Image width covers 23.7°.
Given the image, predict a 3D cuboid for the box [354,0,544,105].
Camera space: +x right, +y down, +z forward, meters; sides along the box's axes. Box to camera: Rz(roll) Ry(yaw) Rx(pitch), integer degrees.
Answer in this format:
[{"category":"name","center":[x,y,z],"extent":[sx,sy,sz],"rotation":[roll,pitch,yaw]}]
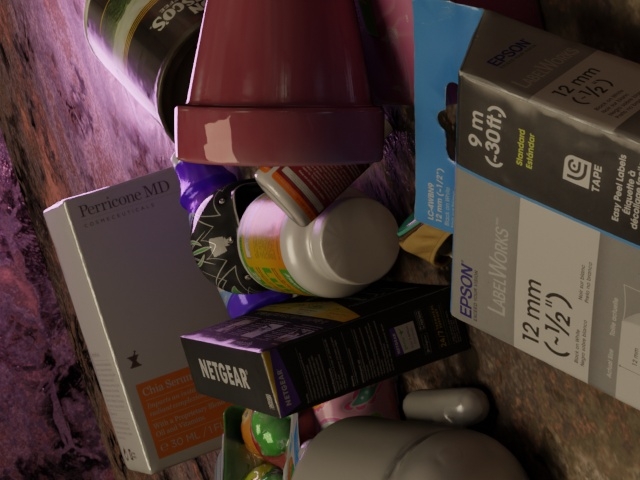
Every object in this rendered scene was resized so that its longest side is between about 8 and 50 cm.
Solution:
[{"category":"box","center":[0.090,-0.246,1.451],"extent":[0.243,0.117,0.214],"rotation":[14,120,66]}]

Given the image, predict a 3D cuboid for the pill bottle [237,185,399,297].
[{"category":"pill bottle","center":[0.000,0.000,1.843],"extent":[0.245,0.136,0.136],"rotation":[1,108,68]}]

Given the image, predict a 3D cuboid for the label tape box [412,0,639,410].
[{"category":"label tape box","center":[0.186,-0.032,1.244],"extent":[0.347,0.115,0.249],"rotation":[25,134,32]}]

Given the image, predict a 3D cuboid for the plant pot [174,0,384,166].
[{"category":"plant pot","center":[-0.038,-0.165,1.434],"extent":[0.201,0.201,0.180],"rotation":[-166,75,-65]}]

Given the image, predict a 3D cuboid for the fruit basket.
[{"category":"fruit basket","center":[-0.065,0.277,2.088],"extent":[0.353,0.165,0.327],"rotation":[94,176,-45]}]

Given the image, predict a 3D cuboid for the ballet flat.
[{"category":"ballet flat","center":[0.149,-0.029,1.572],"extent":[0.073,0.080,0.232],"rotation":[42,159,0]}]

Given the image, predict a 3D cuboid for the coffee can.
[{"category":"coffee can","center":[-0.166,-0.247,1.962],"extent":[0.275,0.201,0.202],"rotation":[45,146,50]}]

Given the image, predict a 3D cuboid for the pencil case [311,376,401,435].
[{"category":"pencil case","center":[0.065,0.277,1.944],"extent":[0.124,0.124,0.284],"rotation":[2,108,68]}]

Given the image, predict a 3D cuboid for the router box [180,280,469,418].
[{"category":"router box","center":[-0.004,0.121,1.807],"extent":[0.309,0.243,0.081],"rotation":[1,107,69]}]

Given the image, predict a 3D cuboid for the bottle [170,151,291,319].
[{"category":"bottle","center":[-0.137,-0.014,2.229],"extent":[0.283,0.092,0.118],"rotation":[64,159,19]}]

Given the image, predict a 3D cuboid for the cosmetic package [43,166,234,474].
[{"category":"cosmetic package","center":[-0.260,0.125,2.464],"extent":[0.161,0.230,0.453],"rotation":[-14,95,68]}]

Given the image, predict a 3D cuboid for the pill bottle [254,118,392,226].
[{"category":"pill bottle","center":[0.006,-0.094,1.716],"extent":[0.086,0.152,0.086],"rotation":[46,176,4]}]

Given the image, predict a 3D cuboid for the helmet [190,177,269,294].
[{"category":"helmet","center":[-0.096,-0.005,2.041],"extent":[0.169,0.161,0.169],"rotation":[50,150,43]}]

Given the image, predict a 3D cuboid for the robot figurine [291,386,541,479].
[{"category":"robot figurine","center":[0.102,0.303,1.710],"extent":[0.353,0.199,0.300],"rotation":[0,69,54]}]
